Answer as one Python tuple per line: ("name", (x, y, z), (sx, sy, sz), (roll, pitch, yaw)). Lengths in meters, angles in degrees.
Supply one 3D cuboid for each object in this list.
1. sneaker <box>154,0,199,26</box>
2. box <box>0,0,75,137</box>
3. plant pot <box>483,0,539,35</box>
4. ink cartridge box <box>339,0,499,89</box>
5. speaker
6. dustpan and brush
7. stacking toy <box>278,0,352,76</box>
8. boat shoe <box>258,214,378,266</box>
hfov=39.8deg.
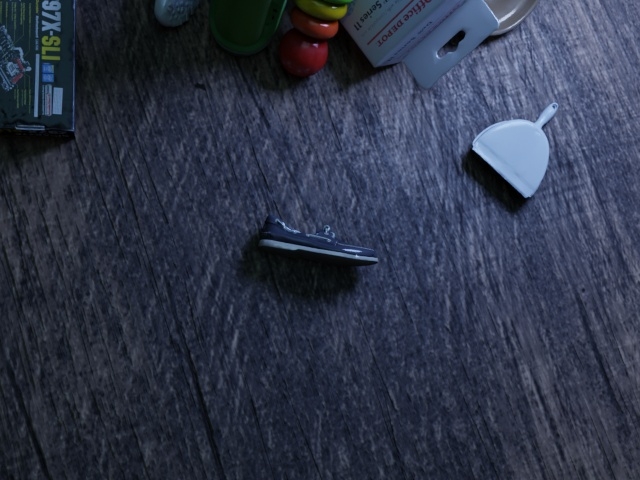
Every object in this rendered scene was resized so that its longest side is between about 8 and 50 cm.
("sneaker", (-0.258, -0.486, 1.581), (0.094, 0.090, 0.235), (14, 70, 9))
("box", (-0.527, -0.332, 1.435), (0.257, 0.079, 0.322), (0, 88, -14))
("plant pot", (0.315, -0.517, 1.668), (0.237, 0.237, 0.110), (-28, 42, -19))
("ink cartridge box", (0.128, -0.455, 1.574), (0.353, 0.207, 0.119), (54, 34, 6))
("speaker", (-0.114, -0.421, 1.470), (0.131, 0.296, 0.131), (3, 74, -12))
("dustpan and brush", (0.388, -0.192, 1.653), (0.147, 0.060, 0.211), (43, 77, 0))
("stacking toy", (0.010, -0.434, 1.515), (0.141, 0.330, 0.141), (16, 34, -11))
("boat shoe", (0.000, 0.000, 1.495), (0.206, 0.075, 0.065), (9, 75, -5))
